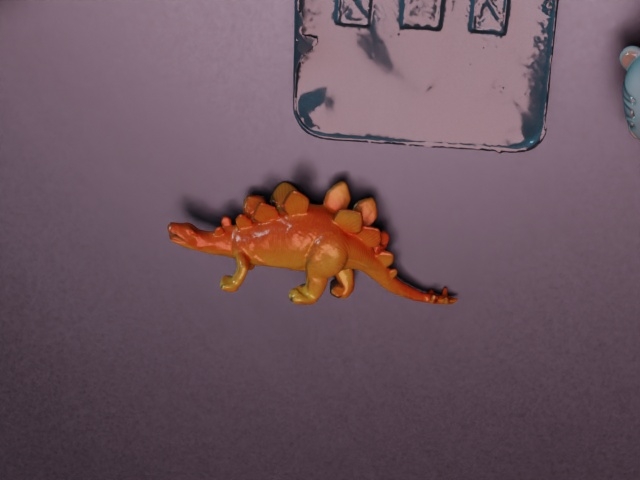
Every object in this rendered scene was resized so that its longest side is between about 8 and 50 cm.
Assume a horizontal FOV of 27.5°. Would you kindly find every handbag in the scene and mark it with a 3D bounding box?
[{"bbox_3d":[0.090,-0.174,1.153,0.229,0.062,0.179,3,111,4],"label":"handbag"}]

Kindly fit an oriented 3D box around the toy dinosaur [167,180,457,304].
[{"bbox_3d":[0.000,0.000,1.235,0.288,0.070,0.117,10,114,-4],"label":"toy dinosaur"}]

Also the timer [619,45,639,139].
[{"bbox_3d":[0.401,-0.119,1.065,0.315,0.291,0.291,3,117,30],"label":"timer"}]
